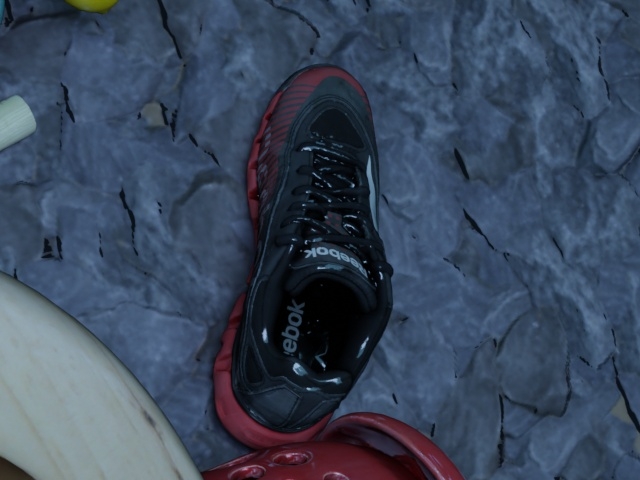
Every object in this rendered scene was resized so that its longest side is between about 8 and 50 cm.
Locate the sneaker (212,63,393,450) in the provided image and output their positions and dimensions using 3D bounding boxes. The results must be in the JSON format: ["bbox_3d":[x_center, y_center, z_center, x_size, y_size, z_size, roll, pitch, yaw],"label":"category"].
[{"bbox_3d":[0.000,0.000,1.159,0.097,0.135,0.276,15,70,-16],"label":"sneaker"}]

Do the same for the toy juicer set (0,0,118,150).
[{"bbox_3d":[-0.221,-0.143,1.063,0.209,0.329,0.089,-22,64,-45],"label":"toy juicer set"}]

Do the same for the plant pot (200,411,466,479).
[{"bbox_3d":[0.001,0.213,1.078,0.174,0.191,0.191,-23,85,-34],"label":"plant pot"}]

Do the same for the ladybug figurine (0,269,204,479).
[{"bbox_3d":[-0.203,0.180,0.949,0.305,0.162,0.449,-19,118,-2],"label":"ladybug figurine"}]
